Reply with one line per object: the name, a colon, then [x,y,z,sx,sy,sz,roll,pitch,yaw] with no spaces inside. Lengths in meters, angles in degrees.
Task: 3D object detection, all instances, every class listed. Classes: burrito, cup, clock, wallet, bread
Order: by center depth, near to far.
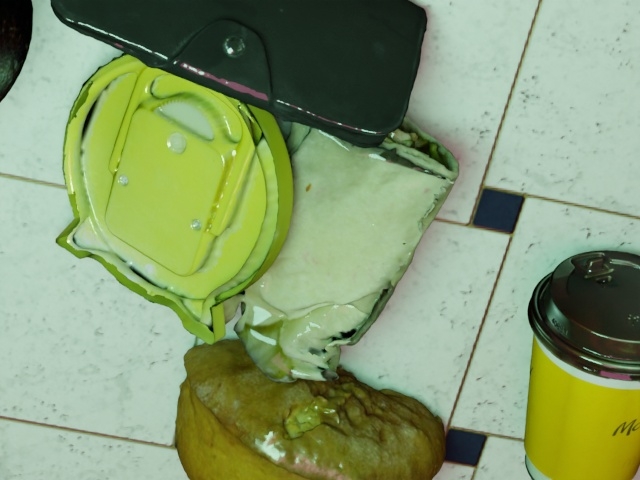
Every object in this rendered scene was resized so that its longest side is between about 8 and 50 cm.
wallet: [-0.080,-0.228,1.359,0.378,0.197,0.051,21,149,-11]
clock: [-0.150,-0.064,1.450,0.277,0.071,0.293,37,121,17]
burrito: [-0.003,-0.002,1.500,0.190,0.135,0.332,23,118,-10]
cup: [0.322,0.164,1.574,0.196,0.196,0.279,4,125,-3]
bread: [-0.021,0.257,1.603,0.340,0.179,0.194,23,121,-14]

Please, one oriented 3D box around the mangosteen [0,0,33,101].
mangosteen: [-0.416,-0.244,1.276,0.330,0.330,0.330,-1,118,-1]
